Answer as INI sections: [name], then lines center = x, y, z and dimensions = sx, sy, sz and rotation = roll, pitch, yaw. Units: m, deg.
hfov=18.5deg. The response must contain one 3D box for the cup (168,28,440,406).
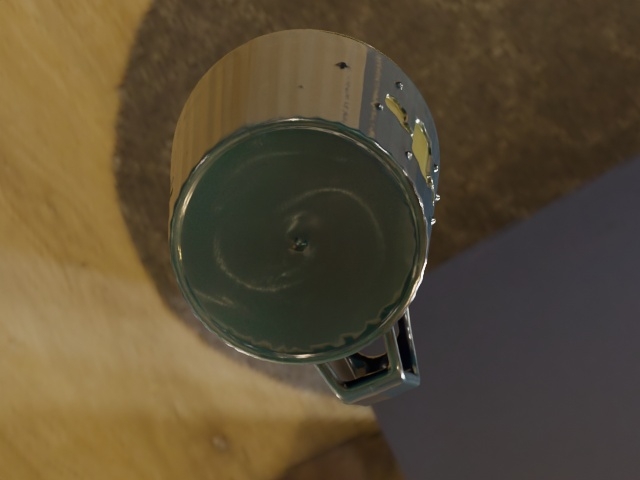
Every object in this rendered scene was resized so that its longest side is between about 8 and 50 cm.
[cup]
center = 0.000, 0.000, 0.888
dimensions = 0.131, 0.155, 0.176
rotation = -24, 102, 7
